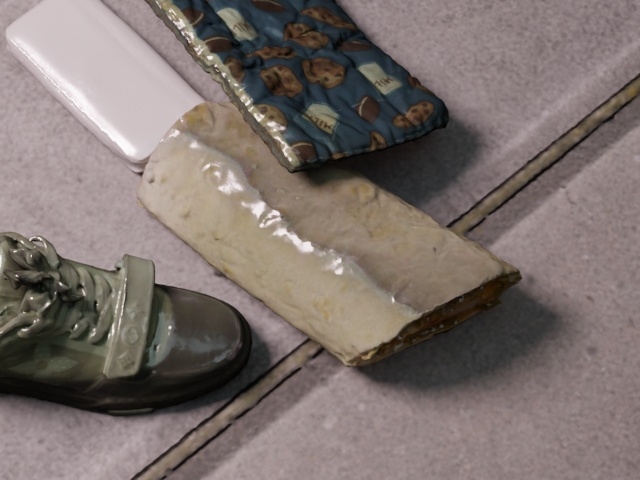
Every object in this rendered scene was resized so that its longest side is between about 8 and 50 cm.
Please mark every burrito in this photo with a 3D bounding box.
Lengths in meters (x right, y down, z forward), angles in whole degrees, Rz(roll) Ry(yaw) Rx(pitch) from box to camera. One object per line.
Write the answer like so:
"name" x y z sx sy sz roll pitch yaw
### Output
"burrito" 0.002 -0.002 1.342 0.299 0.105 0.143 34 64 11

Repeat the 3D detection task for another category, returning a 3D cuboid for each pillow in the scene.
"pillow" -0.025 -0.159 1.392 0.189 0.034 0.255 -17 56 -42

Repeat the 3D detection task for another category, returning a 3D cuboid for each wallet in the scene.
"wallet" -0.181 -0.139 1.422 0.095 0.033 0.190 -40 75 -17

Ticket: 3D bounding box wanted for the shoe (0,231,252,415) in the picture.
"shoe" -0.197 0.057 1.273 0.293 0.149 0.109 3 65 -3
